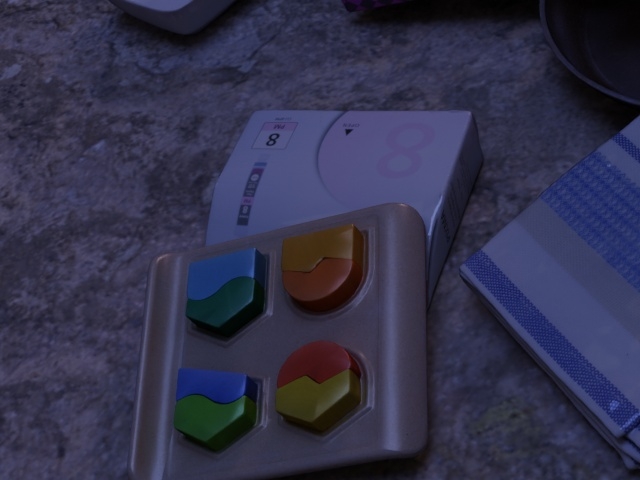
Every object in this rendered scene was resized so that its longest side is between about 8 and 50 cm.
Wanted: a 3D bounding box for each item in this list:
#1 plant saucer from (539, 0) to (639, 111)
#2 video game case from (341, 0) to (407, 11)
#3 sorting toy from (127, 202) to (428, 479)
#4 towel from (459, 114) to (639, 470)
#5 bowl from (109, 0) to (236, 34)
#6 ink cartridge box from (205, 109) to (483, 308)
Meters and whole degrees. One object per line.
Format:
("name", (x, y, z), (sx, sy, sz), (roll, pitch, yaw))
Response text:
("plant saucer", (0.324, -0.189, 1.112), (0.311, 0.050, 0.310), (-12, 45, 12))
("video game case", (0.147, -0.288, 1.251), (0.232, 0.042, 0.210), (-4, 42, 36))
("sorting toy", (-0.031, 0.069, 0.996), (0.208, 0.038, 0.193), (-10, 55, 19))
("towel", (0.248, -0.005, 0.943), (0.285, 0.034, 0.209), (-39, 47, -2))
("bowl", (-0.122, -0.248, 1.360), (0.142, 0.053, 0.142), (27, 64, 39))
("ink cartridge box", (0.000, 0.000, 1.069), (0.189, 0.066, 0.232), (3, 46, 26))
